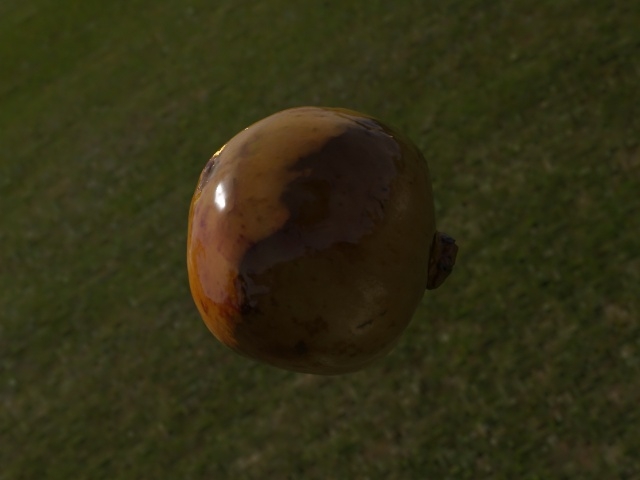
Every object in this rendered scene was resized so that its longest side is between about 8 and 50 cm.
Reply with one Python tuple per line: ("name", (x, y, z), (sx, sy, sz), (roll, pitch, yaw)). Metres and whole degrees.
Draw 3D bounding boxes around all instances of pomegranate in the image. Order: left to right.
("pomegranate", (0.000, 0.000, 1.430), (0.248, 0.248, 0.248), (-27, 19, 10))
